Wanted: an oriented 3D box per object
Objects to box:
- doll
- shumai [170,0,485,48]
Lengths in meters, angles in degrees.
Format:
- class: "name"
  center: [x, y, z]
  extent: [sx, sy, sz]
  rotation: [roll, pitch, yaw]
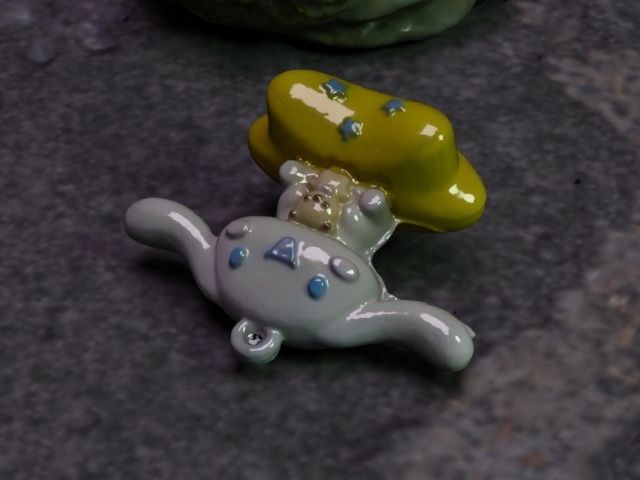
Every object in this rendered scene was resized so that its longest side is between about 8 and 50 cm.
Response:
- class: "doll"
  center: [-0.007, -0.003, 0.716]
  extent: [0.135, 0.071, 0.113]
  rotation: [0, 60, 9]
- class: "shumai"
  center: [-0.009, -0.177, 0.845]
  extent: [0.184, 0.142, 0.184]
  rotation: [1, 45, -1]
